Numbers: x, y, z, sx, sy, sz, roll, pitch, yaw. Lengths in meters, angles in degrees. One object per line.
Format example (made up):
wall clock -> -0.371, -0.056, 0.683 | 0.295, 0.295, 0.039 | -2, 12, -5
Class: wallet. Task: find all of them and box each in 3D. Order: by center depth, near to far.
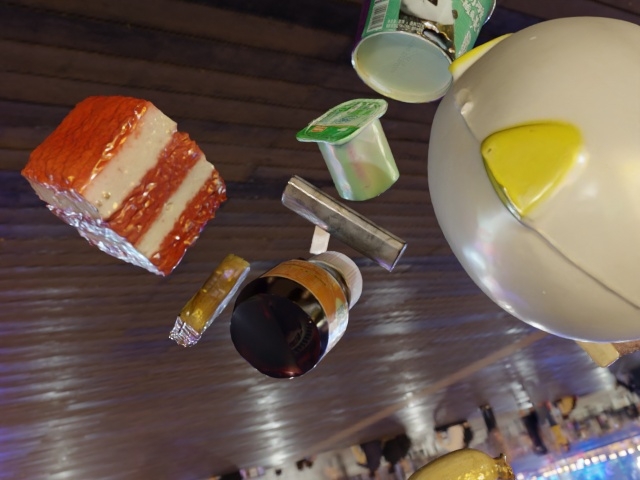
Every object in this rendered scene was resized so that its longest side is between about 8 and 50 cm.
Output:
wallet -> 0.000, 0.000, 1.840 | 0.044, 0.083, 0.011 | 15, 161, -5

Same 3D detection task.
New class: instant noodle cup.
instant noodle cup -> 0.172, -0.380, 1.234 | 0.251, 0.190, 0.251 | 16, 157, 7

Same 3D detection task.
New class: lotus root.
lotus root -> 0.326, 0.597, 1.701 | 0.303, 0.130, 0.146 | -21, 149, -4

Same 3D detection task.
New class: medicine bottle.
medicine bottle -> -0.035, 0.144, 1.638 | 0.243, 0.242, 0.395 | -31, -174, 28

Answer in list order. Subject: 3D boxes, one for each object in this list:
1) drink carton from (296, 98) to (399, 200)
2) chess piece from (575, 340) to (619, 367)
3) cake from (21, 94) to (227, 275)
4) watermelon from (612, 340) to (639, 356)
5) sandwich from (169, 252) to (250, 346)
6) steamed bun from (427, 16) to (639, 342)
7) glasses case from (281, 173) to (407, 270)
drink carton -> 0.066, -0.159, 1.232 | 0.144, 0.142, 0.146 | -40, -150, -25
chess piece -> 0.392, 0.079, 1.157 | 0.137, 0.301, 0.137 | -39, -173, 6
cake -> -0.417, -0.131, 1.476 | 0.270, 0.269, 0.319 | 16, 154, 36
watermelon -> 0.681, 0.086, 1.400 | 0.293, 0.283, 0.250 | 0, -157, 12
sandwich -> -0.298, 0.161, 1.871 | 0.251, 0.087, 0.226 | -56, -178, -30
steamed bun -> 0.277, -0.069, 0.729 | 0.334, 0.374, 0.333 | -1, 125, -2
glasses case -> 0.052, -0.040, 1.552 | 0.060, 0.299, 0.114 | -54, 171, -24
